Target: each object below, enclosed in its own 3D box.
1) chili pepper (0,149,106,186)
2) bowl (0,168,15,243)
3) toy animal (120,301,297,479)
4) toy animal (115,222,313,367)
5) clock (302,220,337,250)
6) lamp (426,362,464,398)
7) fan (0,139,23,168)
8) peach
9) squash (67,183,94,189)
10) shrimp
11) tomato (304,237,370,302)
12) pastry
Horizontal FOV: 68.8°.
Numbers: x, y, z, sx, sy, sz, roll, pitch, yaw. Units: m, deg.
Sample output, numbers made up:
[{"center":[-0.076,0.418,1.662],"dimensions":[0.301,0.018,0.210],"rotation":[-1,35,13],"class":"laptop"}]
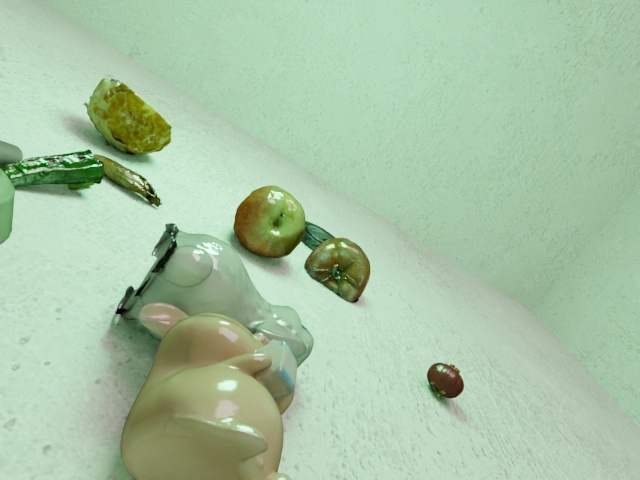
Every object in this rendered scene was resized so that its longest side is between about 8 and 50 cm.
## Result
[{"center":[-0.572,-0.140,0.983],"dimensions":[0.088,0.059,0.227],"rotation":[45,32,9],"class":"chili pepper"},{"center":[-0.587,-0.089,0.734],"dimensions":[0.211,0.112,0.211],"rotation":[30,17,-10],"class":"bowl"},{"center":[-0.135,0.190,0.588],"dimensions":[0.256,0.212,0.195],"rotation":[-83,151,-63],"class":"toy animal"},{"center":[-0.150,0.129,0.818],"dimensions":[0.357,0.194,0.258],"rotation":[35,-12,-22],"class":"toy animal"},{"center":[0.000,0.000,1.784],"dimensions":[0.214,0.042,0.215],"rotation":[31,16,-10],"class":"clock"},{"center":[0.328,0.367,1.230],"dimensions":[0.101,0.090,0.101],"rotation":[38,-23,19],"class":"lamp"},{"center":[-0.658,-0.176,0.858],"dimensions":[0.074,0.130,0.244],"rotation":[54,4,8],"class":"fan"},{"center":[-0.148,-0.053,1.387],"dimensions":[0.214,0.214,0.235],"rotation":[30,-2,-13],"class":"peach"},{"center":[-0.558,-0.135,1.086],"dimensions":[0.027,0.027,0.083],"rotation":[32,14,-4],"class":"squash"},{"center":[-0.512,-0.164,1.260],"dimensions":[0.236,0.053,0.133],"rotation":[31,-5,5],"class":"shrimp"},{"center":[0.071,0.074,1.504],"dimensions":[0.214,0.155,0.181],"rotation":[32,11,-1],"class":"tomato"},{"center":[-0.590,-0.356,1.428],"dimensions":[0.236,0.170,0.256],"rotation":[25,-25,46],"class":"pastry"}]
